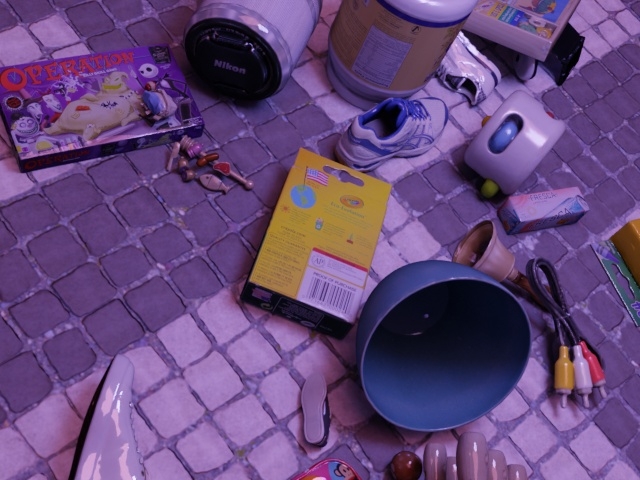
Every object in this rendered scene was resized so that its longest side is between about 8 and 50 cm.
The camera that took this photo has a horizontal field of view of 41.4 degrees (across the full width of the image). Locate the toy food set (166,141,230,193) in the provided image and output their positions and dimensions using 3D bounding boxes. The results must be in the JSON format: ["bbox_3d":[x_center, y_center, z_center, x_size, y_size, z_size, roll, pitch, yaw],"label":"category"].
[{"bbox_3d":[-0.219,-0.140,1.572,0.122,0.019,0.078,17,87,-6],"label":"toy food set"}]

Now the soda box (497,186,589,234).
[{"bbox_3d":[0.463,-0.063,1.761,0.183,0.058,0.063,-10,64,-23],"label":"soda box"}]

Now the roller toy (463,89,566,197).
[{"bbox_3d":[0.394,-0.206,1.740,0.146,0.191,0.209,40,56,7],"label":"roller toy"}]

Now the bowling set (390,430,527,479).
[{"bbox_3d":[0.212,0.416,1.354,0.287,0.199,0.154,39,48,-48],"label":"bowling set"}]

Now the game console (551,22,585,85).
[{"bbox_3d":[0.572,-0.448,2.009,0.071,0.107,0.122,26,54,20],"label":"game console"}]

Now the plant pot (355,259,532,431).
[{"bbox_3d":[0.183,0.147,1.439,0.290,0.290,0.195,5,24,-16],"label":"plant pot"}]

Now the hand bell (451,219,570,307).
[{"bbox_3d":[0.387,0.074,1.646,0.242,0.126,0.126,32,55,-15],"label":"hand bell"}]

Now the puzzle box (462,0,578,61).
[{"bbox_3d":[0.454,-0.569,1.978,0.272,0.052,0.409,25,43,12],"label":"puzzle box"}]

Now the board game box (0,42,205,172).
[{"bbox_3d":[-0.413,-0.255,1.578,0.346,0.056,0.208,-16,63,-26],"label":"board game box"}]

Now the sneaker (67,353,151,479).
[{"bbox_3d":[-0.299,0.318,1.256,0.123,0.106,0.290,17,66,-17],"label":"sneaker"}]

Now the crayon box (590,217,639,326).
[{"bbox_3d":[0.758,0.042,1.788,0.322,0.083,0.203,-13,66,-25],"label":"crayon box"}]

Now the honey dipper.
[{"bbox_3d":[-0.194,-0.145,1.600,0.160,0.030,0.030,32,56,-3],"label":"honey dipper"}]

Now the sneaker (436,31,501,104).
[{"bbox_3d":[0.289,-0.401,1.888,0.235,0.090,0.095,40,67,9],"label":"sneaker"}]

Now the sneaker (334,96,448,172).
[{"bbox_3d":[0.168,-0.235,1.717,0.296,0.131,0.112,-30,72,-32],"label":"sneaker"}]

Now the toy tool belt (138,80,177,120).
[{"bbox_3d":[-0.307,-0.257,1.558,0.051,0.052,0.083,-31,74,-39],"label":"toy tool belt"}]

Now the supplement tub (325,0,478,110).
[{"bbox_3d":[0.154,-0.439,1.709,0.241,0.331,0.241,8,59,-14],"label":"supplement tub"}]

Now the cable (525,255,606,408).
[{"bbox_3d":[0.472,0.165,1.585,0.139,0.072,0.287,-7,84,-26],"label":"cable"}]

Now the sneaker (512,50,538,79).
[{"bbox_3d":[0.520,-0.464,2.004,0.121,0.079,0.217,9,59,-16],"label":"sneaker"}]

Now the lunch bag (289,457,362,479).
[{"bbox_3d":[-0.022,0.493,1.238,0.293,0.120,0.258,-28,77,-29],"label":"lunch bag"}]

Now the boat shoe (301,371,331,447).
[{"bbox_3d":[-0.003,0.282,1.409,0.046,0.038,0.125,-18,53,19],"label":"boat shoe"}]

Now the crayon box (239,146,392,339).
[{"bbox_3d":[0.000,0.000,1.549,0.202,0.081,0.319,23,57,-5],"label":"crayon box"}]

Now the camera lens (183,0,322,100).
[{"bbox_3d":[-0.128,-0.431,1.673,0.219,0.219,0.274,25,56,-4],"label":"camera lens"}]
